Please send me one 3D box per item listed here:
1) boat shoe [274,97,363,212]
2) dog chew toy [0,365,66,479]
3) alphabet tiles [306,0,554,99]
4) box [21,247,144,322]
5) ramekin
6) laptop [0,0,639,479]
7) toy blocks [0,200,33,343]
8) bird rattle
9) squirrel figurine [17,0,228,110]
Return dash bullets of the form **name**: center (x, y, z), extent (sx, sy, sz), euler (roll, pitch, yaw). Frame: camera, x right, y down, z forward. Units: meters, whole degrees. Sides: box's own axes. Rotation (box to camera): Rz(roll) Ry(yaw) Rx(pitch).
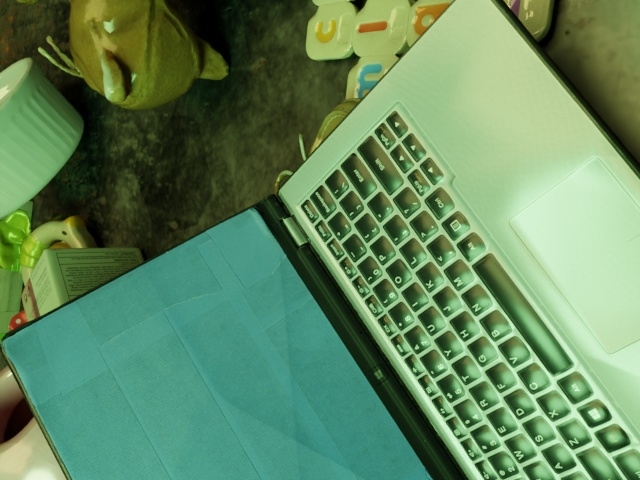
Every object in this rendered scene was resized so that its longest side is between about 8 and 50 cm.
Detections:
- **boat shoe**: center (0.000, 0.000, 0.626), extent (0.105, 0.089, 0.285), euler (25, 109, 44)
- **dog chew toy**: center (-0.227, 0.256, 0.717), extent (0.207, 0.331, 0.206), euler (-17, 45, 18)
- **alphabet tiles**: center (0.094, -0.258, 0.589), extent (0.278, 0.021, 0.284), euler (11, 97, 44)
- **box**: center (-0.313, 0.137, 0.902), extent (0.127, 0.149, 0.232), euler (-46, 58, 35)
- **ramekin**: center (-0.533, -0.163, 1.063), extent (0.277, 0.135, 0.277), euler (-25, 40, 23)
- **laptop**: center (0.033, 0.100, 0.438), extent (0.408, 0.236, 0.382), euler (-43, 75, 36)
- **toy blocks**: center (-0.735, 0.043, 1.250), extent (0.191, 0.261, 0.381), euler (23, 105, 43)
- **bird rattle**: center (-0.460, 0.062, 1.075), extent (0.207, 0.143, 0.253), euler (-21, 77, 26)
- **squirrel figurine**: center (-0.213, -0.344, 0.703), extent (0.397, 0.281, 0.370), euler (-10, 100, 36)
